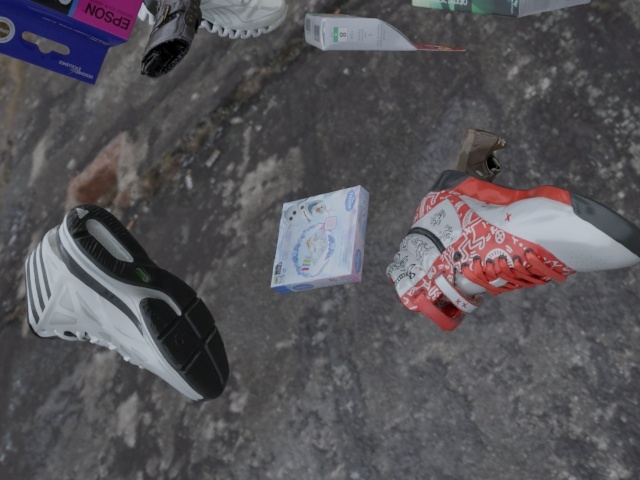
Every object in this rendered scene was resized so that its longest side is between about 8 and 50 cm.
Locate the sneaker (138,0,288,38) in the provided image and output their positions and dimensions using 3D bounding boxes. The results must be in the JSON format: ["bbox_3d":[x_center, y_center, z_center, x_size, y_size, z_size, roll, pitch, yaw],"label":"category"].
[{"bbox_3d":[-0.204,-0.463,1.510,0.118,0.292,0.110,103,168,-51],"label":"sneaker"}]

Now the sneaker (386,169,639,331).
[{"bbox_3d":[0.160,0.025,0.709,0.145,0.090,0.270,-58,28,-4],"label":"sneaker"}]

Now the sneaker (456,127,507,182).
[{"bbox_3d":[0.262,-0.107,1.322,0.071,0.188,0.066,13,58,11],"label":"sneaker"}]

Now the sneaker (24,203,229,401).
[{"bbox_3d":[-0.389,0.161,1.544,0.257,0.447,0.169,-33,11,31],"label":"sneaker"}]

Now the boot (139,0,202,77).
[{"bbox_3d":[-0.260,-0.373,1.330,0.263,0.091,0.229,-18,54,55],"label":"boot"}]

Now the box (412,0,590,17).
[{"bbox_3d":[0.393,-0.547,1.754,0.232,0.058,0.322,-19,27,-31],"label":"box"}]

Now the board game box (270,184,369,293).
[{"bbox_3d":[0.000,0.000,0.734,0.090,0.020,0.090,-11,59,35],"label":"board game box"}]

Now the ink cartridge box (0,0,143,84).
[{"bbox_3d":[-0.306,-0.395,1.054,0.069,0.176,0.371,43,111,46],"label":"ink cartridge box"}]

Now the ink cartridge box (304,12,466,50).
[{"bbox_3d":[0.097,-0.331,1.258,0.181,0.225,0.056,-119,27,-70],"label":"ink cartridge box"}]
